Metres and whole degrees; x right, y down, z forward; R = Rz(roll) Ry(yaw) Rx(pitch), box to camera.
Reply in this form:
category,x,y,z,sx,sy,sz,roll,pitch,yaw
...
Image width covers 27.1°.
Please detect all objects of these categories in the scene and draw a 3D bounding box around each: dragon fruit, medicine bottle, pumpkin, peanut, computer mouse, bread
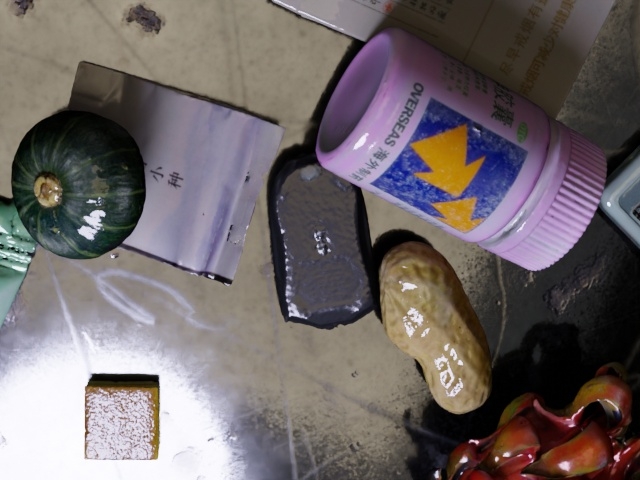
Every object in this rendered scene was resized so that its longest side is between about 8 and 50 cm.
category,x,y,z,sx,sy,sz,roll,pitch,yaw
dragon fruit,0.266,0.303,1.556,0.243,0.227,0.307,-22,142,-38
medicine bottle,0.159,-0.100,1.495,0.291,0.178,0.178,27,96,-17
pumpkin,-0.269,-0.062,1.476,0.167,0.125,0.167,4,104,16
peanut,0.136,0.106,1.586,0.108,0.095,0.226,-32,103,-13
computer mouse,0.000,0.000,1.566,0.122,0.073,0.217,-6,101,3
bread,-0.239,0.218,1.602,0.090,0.035,0.094,1,99,-6

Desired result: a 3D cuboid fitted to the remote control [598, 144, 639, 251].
category,x,y,z,sx,sy,sz,roll,pitch,yaw
remote control,0.476,0.004,1.618,0.140,0.056,0.296,-45,100,5

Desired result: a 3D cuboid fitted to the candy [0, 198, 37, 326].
category,x,y,z,sx,sy,sz,roll,pitch,yaw
candy,-0.496,0.119,1.520,0.263,0.172,0.397,18,79,-16

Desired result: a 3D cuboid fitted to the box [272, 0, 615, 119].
category,x,y,z,sx,sy,sz,roll,pitch,yaw
box,0.148,-0.297,1.515,0.365,0.051,0.204,21,108,-12

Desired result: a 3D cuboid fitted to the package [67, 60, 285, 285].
category,x,y,z,sx,sy,sz,roll,pitch,yaw
package,-0.188,-0.078,1.550,0.251,0.062,0.204,19,98,5
